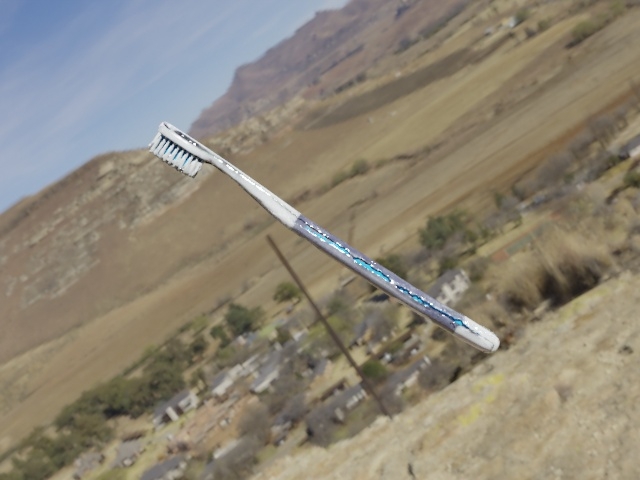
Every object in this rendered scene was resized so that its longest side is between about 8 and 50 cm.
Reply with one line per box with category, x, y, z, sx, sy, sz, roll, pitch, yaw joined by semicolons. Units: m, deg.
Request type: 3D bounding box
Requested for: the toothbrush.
toothbrush;0.000;0.000;0.609;0.026;0.288;0.024;-58;-5;2
